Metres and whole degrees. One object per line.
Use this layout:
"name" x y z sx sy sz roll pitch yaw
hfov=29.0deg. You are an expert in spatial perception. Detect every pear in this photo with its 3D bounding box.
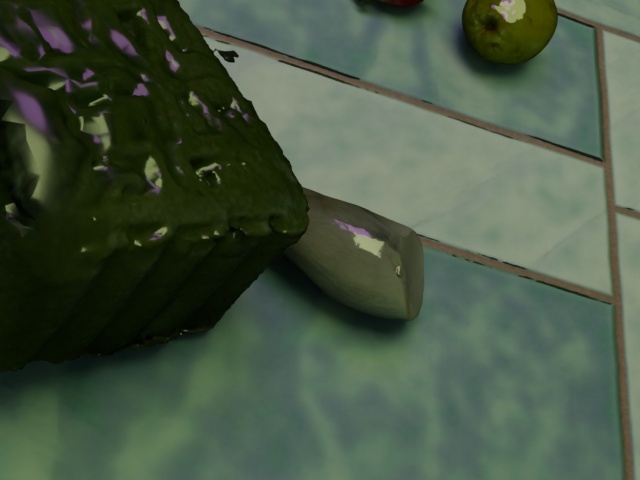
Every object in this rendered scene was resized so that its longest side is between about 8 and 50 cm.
"pear" 0.223 -0.261 1.460 0.107 0.107 0.131 41 41 9

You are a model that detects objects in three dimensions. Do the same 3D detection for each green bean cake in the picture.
"green bean cake" -0.192 -0.080 1.024 0.335 0.218 0.319 -16 66 -50

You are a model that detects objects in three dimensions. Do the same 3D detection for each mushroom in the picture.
"mushroom" 0.000 0.000 1.177 0.225 0.093 0.116 20 30 3

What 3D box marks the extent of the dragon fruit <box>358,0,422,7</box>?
"dragon fruit" 0.092 -0.313 1.454 0.116 0.086 0.081 -28 108 -29
